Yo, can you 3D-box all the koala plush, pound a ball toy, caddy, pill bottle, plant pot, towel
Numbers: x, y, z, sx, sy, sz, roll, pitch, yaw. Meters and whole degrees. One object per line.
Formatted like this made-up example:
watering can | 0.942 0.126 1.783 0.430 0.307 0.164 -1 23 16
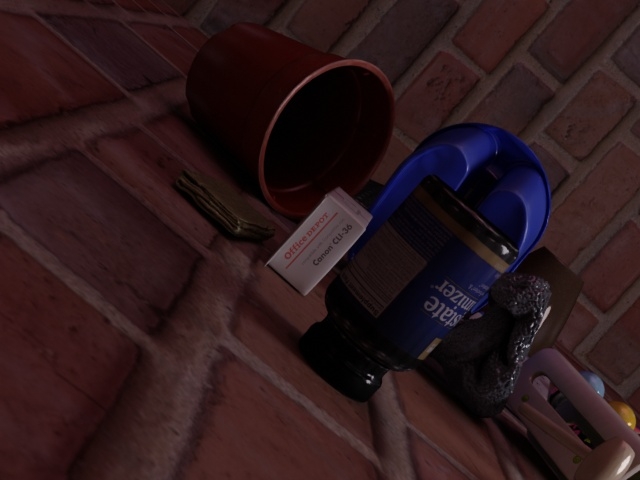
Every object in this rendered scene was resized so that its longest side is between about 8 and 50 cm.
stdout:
koala plush | 0.176 0.116 1.416 0.221 0.203 0.196 21 -4 9
pound a ball toy | 0.362 0.254 1.388 0.208 0.135 0.319 55 0 -30
caddy | 0.199 -0.020 1.603 0.241 0.341 0.179 40 24 9
pill bottle | 0.083 0.052 1.034 0.123 0.219 0.123 40 9 -7
plant pot | 0.407 0.131 2.063 0.215 0.230 0.215 40 9 -8
towel | -0.116 -0.041 1.275 0.110 0.027 0.148 43 9 14
plant pot | -0.066 -0.216 1.679 0.265 0.272 0.272 38 5 38

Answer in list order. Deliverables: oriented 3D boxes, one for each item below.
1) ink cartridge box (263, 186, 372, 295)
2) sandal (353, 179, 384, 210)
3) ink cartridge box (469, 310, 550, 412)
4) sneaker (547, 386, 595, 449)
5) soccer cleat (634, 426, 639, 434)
ink cartridge box | 0.000 0.000 1.287 0.067 0.115 0.198 42 9 1
sandal | 0.135 -0.032 2.038 0.167 0.107 0.445 44 14 19
ink cartridge box | 0.315 0.212 1.808 0.186 0.065 0.311 44 11 10
sneaker | 0.446 0.322 1.759 0.170 0.063 0.075 59 6 -17
soccer cleat | 0.604 0.401 2.021 0.116 0.109 0.318 43 10 37
